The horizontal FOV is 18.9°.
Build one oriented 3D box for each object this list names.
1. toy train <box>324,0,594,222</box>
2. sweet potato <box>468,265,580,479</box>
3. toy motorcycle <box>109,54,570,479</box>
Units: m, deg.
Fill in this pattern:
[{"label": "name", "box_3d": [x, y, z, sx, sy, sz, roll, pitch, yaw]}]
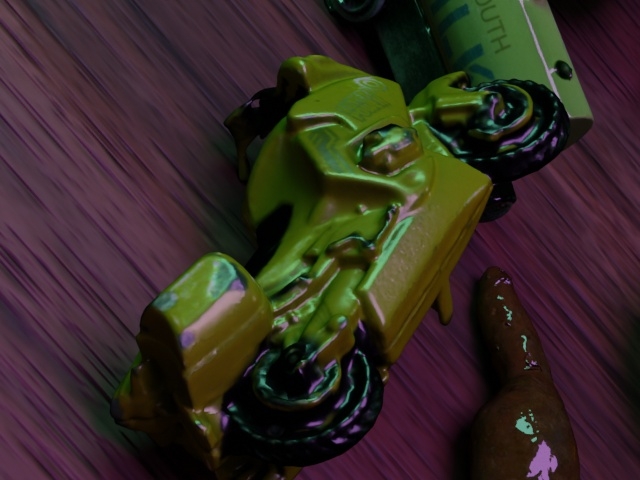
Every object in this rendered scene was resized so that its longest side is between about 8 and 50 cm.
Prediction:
[{"label": "toy train", "box_3d": [0.103, -0.146, 1.345, 0.105, 0.157, 0.253, -3, 68, -42]}, {"label": "sweet potato", "box_3d": [0.134, 0.126, 1.271, 0.075, 0.075, 0.269, 26, 47, -26]}, {"label": "toy motorcycle", "box_3d": [-0.001, -0.002, 1.168, 0.342, 0.206, 0.142, -54, 135, -35]}]
